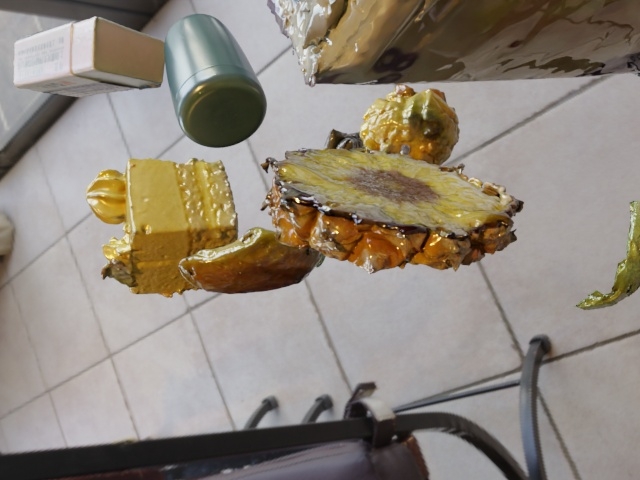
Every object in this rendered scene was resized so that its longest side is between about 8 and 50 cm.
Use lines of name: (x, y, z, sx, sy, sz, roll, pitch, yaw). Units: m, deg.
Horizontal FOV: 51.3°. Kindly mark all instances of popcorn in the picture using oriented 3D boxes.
popcorn: (0.235, -0.279, 1.827, 0.265, 0.225, 0.332, 27, 86, -3)

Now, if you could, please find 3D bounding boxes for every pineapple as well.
pineapple: (0.053, -0.030, 0.517, 0.221, 0.221, 0.047, 22, 118, 32)

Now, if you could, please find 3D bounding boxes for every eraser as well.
eraser: (-0.378, -0.288, 1.076, 0.287, 0.130, 0.086, 7, 91, 43)

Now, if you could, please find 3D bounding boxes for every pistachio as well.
pistachio: (-0.075, 0.029, 0.778, 0.049, 0.173, 0.089, -120, 29, -49)

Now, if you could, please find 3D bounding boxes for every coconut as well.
coconut: (0.403, 0.027, 0.869, 0.055, 0.133, 0.158, 36, 123, 39)

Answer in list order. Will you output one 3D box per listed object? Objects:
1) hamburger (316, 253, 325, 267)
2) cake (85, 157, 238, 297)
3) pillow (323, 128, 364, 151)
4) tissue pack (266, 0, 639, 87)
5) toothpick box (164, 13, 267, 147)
hamburger: (0.004, 0.001, 1.729, 0.054, 0.084, 0.121, 22, 111, 7)
cake: (-0.330, -0.031, 1.383, 0.222, 0.286, 0.227, 105, 153, -50)
pillow: (0.052, -0.195, 2.134, 0.101, 0.228, 0.326, 28, 108, 20)
tissue pack: (0.154, -0.201, 0.385, 0.242, 0.344, 0.125, -46, 59, 51)
toothpick box: (-0.152, -0.227, 0.922, 0.120, 0.120, 0.184, -49, 46, 31)
